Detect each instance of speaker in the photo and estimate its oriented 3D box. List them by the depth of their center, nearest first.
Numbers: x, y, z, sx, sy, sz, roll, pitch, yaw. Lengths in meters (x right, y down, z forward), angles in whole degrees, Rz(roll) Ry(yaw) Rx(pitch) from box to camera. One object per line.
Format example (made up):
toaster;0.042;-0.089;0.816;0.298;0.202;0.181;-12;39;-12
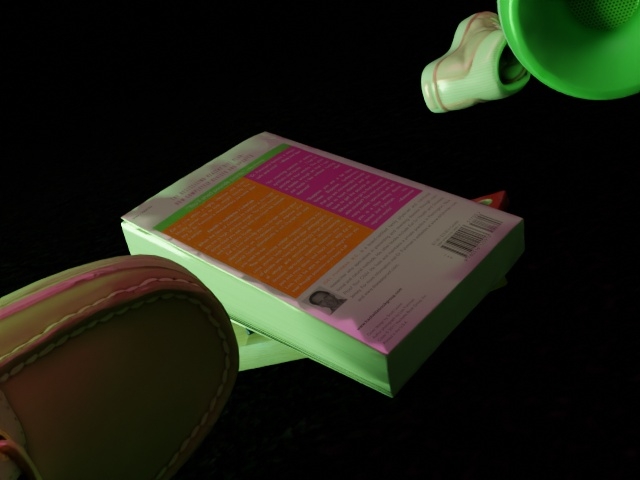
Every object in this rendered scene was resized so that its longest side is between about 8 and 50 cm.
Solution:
speaker;0.186;-0.186;0.692;0.131;0.131;0.296;-18;18;19

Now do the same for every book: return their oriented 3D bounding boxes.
book;0.000;0.000;0.436;0.144;0.035;0.096;23;49;35

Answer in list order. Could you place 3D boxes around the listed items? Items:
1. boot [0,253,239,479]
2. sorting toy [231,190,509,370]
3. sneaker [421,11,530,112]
boot;-0.089;0.096;0.254;0.262;0.095;0.203;-35;19;-28
sorting toy;-0.034;0.015;0.516;0.274;0.046;0.132;-14;19;28
sneaker;0.130;-0.136;0.753;0.070;0.051;0.134;-10;25;35
